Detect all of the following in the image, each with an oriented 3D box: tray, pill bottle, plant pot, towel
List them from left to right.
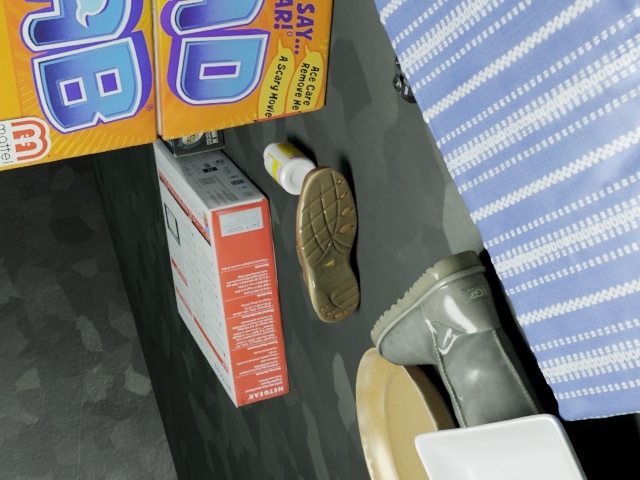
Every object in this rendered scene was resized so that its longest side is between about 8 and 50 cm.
[{"bbox_3d":[-0.037,-0.085,1.242,0.083,0.043,0.043,-133,34,-59],"label":"pill bottle"},{"bbox_3d":[0.094,0.215,1.071,0.236,0.032,0.236,166,90,-73],"label":"plant pot"},{"bbox_3d":[0.168,0.244,0.753,0.145,0.030,0.270,-23,91,52],"label":"tray"},{"bbox_3d":[0.145,-0.069,0.616,0.336,0.040,0.243,66,153,5],"label":"towel"}]

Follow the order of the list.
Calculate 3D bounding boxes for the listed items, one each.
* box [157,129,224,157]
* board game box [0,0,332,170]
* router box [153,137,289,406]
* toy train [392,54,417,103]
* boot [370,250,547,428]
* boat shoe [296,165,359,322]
[{"bbox_3d":[-0.206,-0.231,1.608,0.147,0.077,0.180,-134,35,-60],"label":"box"},{"bbox_3d":[-0.212,-0.340,1.080,0.356,0.356,0.356,95,155,-45],"label":"board game box"},{"bbox_3d":[-0.152,0.030,1.620,0.335,0.082,0.301,-135,35,-59],"label":"router box"},{"bbox_3d":[0.079,-0.171,0.847,0.158,0.027,0.036,95,154,-44],"label":"toy train"},{"bbox_3d":[0.122,0.134,0.880,0.208,0.076,0.190,64,160,18],"label":"boot"},{"bbox_3d":[0.000,0.000,1.154,0.060,0.064,0.178,-132,30,-53],"label":"boat shoe"}]
